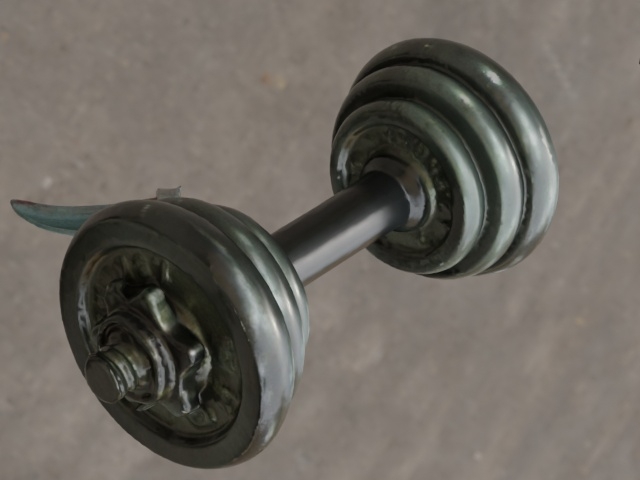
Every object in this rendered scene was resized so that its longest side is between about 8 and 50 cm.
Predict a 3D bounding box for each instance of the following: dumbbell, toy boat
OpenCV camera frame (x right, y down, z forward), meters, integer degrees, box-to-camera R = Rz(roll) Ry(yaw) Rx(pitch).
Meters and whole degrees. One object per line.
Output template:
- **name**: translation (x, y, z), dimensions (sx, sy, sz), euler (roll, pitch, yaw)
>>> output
- **dumbbell**: translation (0.000, 0.000, 1.250), dimensions (0.406, 0.179, 0.179), euler (-32, 147, -42)
- **toy boat**: translation (-0.156, -0.013, 1.360), dimensions (0.096, 0.122, 0.034), euler (-110, -165, -75)
